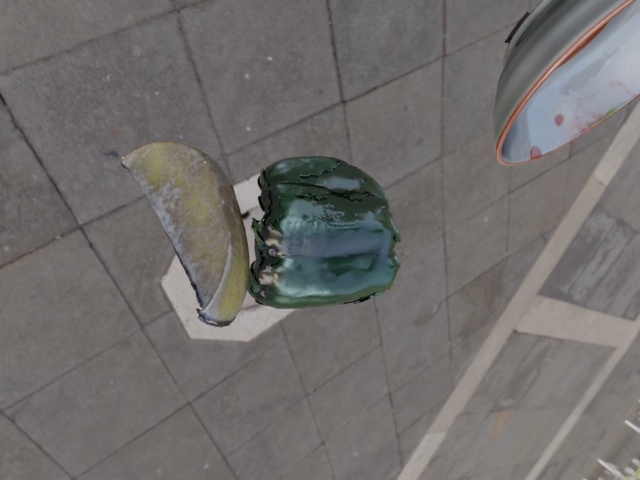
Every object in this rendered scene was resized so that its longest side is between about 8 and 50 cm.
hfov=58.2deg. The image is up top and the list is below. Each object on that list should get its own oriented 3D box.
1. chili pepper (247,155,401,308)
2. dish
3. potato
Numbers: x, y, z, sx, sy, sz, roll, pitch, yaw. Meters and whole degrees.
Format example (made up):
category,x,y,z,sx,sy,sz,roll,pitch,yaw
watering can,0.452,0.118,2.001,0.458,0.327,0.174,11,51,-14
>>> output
category,x,y,z,sx,sy,sz,roll,pitch,yaw
chili pepper,0.000,0.000,0.981,0.256,0.233,0.249,1,124,-10
dish,0.254,-0.187,0.544,0.260,0.085,0.260,-27,160,-11
potato,-0.122,-0.026,0.669,0.100,0.261,0.120,-44,149,12
